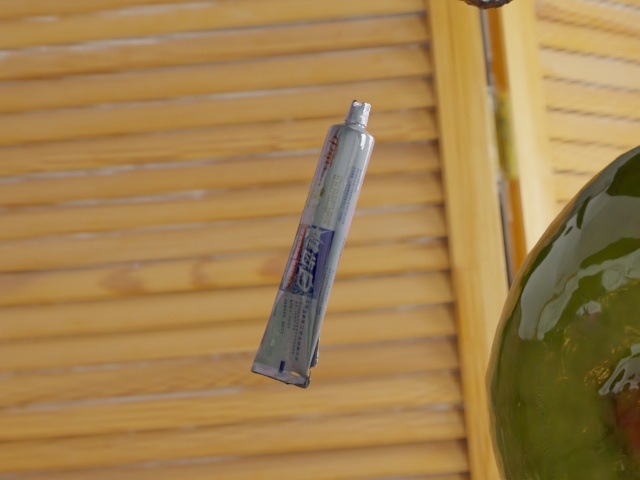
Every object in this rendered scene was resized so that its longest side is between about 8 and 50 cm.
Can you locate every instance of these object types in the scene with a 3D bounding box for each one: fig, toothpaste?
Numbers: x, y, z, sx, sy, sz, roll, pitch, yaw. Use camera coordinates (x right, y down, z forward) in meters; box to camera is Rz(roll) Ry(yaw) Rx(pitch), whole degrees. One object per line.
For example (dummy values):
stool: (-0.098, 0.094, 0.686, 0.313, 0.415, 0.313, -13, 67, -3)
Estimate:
fig: (0.241, 0.059, 0.632, 0.326, 0.258, 0.258, -9, -4, -40)
toothpaste: (0.000, 0.000, 0.769, 0.045, 0.170, 0.028, 13, -7, 37)

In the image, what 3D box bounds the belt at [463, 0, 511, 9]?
belt: (0.058, -0.266, 0.682, 0.184, 0.164, 0.289, -39, -32, -13)
